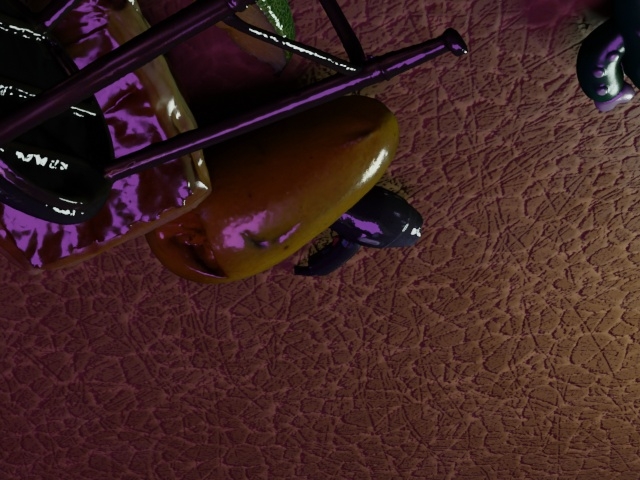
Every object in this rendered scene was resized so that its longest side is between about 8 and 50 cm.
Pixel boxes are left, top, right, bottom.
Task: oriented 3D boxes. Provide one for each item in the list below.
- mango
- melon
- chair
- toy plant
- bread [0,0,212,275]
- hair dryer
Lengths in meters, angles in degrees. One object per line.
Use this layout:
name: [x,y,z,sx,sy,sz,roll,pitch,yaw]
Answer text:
mango: [-0.065,-0.080,1.842,0.365,0.253,0.182,-31,104,9]
melon: [-0.093,-0.272,1.716,0.114,0.053,0.262,-13,146,18]
chair: [-0.171,-0.240,1.325,0.410,0.362,0.364,-34,163,19]
toy plant: [0.450,-0.258,1.810,0.232,0.112,0.243,-1,139,-4]
bread: [-0.314,-0.168,1.678,0.314,0.191,0.370,-21,124,11]
hair dryer: [0.000,0.000,2.108,0.235,0.091,0.272,16,143,-18]
